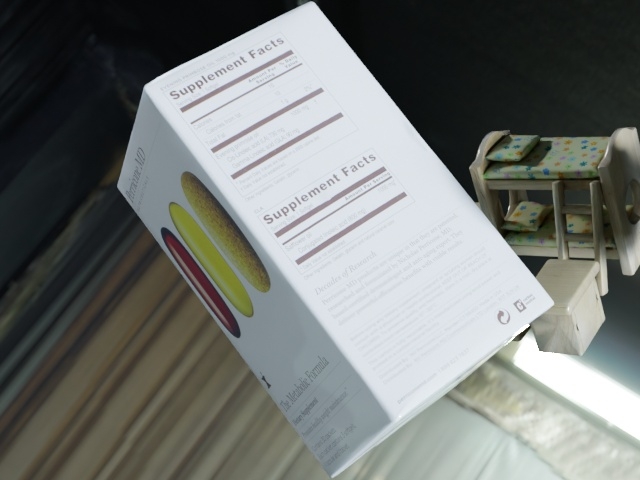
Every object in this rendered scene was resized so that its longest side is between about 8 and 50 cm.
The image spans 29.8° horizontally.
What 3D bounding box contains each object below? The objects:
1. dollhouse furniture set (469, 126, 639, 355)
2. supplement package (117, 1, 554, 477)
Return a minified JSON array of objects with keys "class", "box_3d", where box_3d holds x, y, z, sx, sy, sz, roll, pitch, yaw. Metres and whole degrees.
[{"class":"dollhouse furniture set","box_3d":[0.125,-0.008,0.875,0.181,0.161,0.101,2,-56,37]},{"class":"supplement package","box_3d":[0.000,0.000,0.757,0.244,0.133,0.139,52,-28,11]}]
